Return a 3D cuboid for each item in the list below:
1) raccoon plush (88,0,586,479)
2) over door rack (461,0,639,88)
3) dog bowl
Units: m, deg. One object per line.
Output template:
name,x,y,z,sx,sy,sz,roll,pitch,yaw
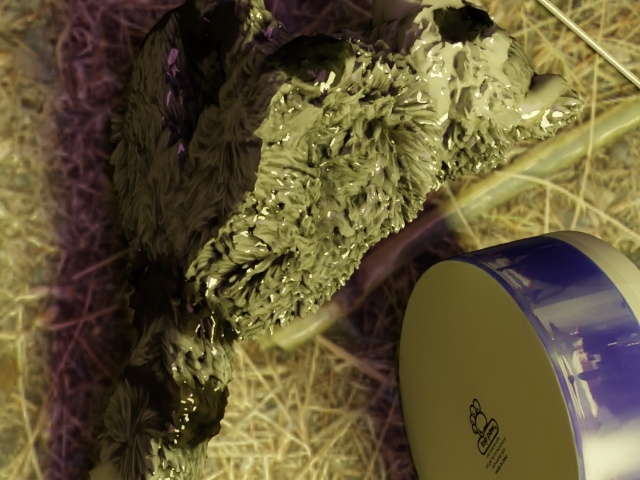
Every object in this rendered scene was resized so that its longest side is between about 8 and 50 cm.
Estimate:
raccoon plush,0.000,0.000,1.195,0.299,0.216,0.446,9,109,-37
over door rack,0.309,-0.172,1.278,0.324,0.239,0.108,25,78,-22
dog bowl,0.162,0.130,1.174,0.104,0.265,0.265,-11,91,-23
